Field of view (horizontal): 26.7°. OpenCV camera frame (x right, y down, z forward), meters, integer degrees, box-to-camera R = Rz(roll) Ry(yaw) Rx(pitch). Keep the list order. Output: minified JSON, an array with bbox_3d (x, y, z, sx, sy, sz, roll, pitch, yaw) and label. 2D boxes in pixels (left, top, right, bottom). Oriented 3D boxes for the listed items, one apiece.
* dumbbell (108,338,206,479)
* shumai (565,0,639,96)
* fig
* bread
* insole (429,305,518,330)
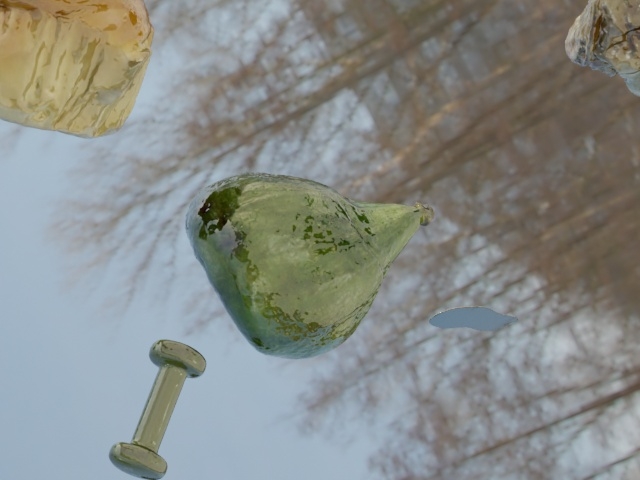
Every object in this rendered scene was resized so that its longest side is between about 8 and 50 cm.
[{"bbox_3d":[-0.137,0.143,1.142,0.046,0.052,0.118,67,-141,-60],"label":"dumbbell"},{"bbox_3d":[0.273,-0.158,1.081,0.145,0.145,0.116,16,-126,-65],"label":"shumai"},{"bbox_3d":[0.000,0.000,1.345,0.203,0.235,0.203,62,179,2],"label":"fig"},{"bbox_3d":[-0.363,-0.223,1.335,0.388,0.183,0.236,14,-176,-17],"label":"bread"},{"bbox_3d":[0.196,0.100,1.707,0.188,0.064,0.004,13,-126,-55],"label":"insole"}]
